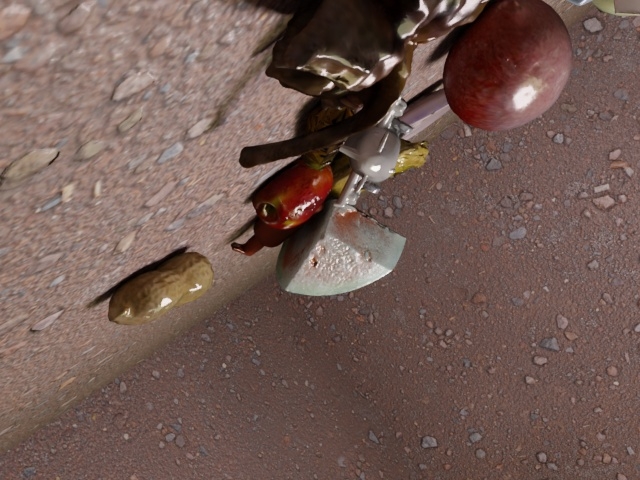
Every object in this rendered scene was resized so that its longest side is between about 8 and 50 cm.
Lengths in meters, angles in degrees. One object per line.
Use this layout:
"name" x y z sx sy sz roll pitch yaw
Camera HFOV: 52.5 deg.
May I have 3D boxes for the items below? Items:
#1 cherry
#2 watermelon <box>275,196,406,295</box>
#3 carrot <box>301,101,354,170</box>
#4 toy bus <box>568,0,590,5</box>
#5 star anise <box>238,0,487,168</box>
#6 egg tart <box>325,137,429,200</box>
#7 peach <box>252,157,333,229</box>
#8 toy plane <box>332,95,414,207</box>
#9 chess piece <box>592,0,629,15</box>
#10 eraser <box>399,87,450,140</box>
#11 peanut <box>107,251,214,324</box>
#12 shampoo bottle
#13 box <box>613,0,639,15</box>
"cherry" 0.336 -0.307 1.138 0.239 0.206 0.239 -26 -178 1
"watermelon" 0.000 0.000 1.444 0.289 0.320 0.213 -39 148 -32
"carrot" 0.006 -0.152 0.959 0.069 0.069 0.228 -37 179 -10
"toy bus" 0.306 -0.358 0.576 0.109 0.136 0.330 -34 175 -29
"star anise" 0.057 -0.185 0.590 0.350 0.109 0.292 -37 173 -1
"egg tart" 0.117 -0.172 1.480 0.279 0.095 0.279 -22 177 -1
"peach" -0.040 -0.086 1.189 0.172 0.092 0.127 -34 173 -25
"toy plane" 0.091 -0.168 1.213 0.245 0.118 0.244 -154 -90 -88
"chess piece" 0.568 -0.522 1.069 0.182 0.182 0.330 -38 173 0
"eraser" 0.240 -0.303 1.531 0.243 0.059 0.204 -34 176 -5
"peanut" -0.270 0.083 1.118 0.104 0.085 0.228 -27 -177 34
"shampoo bottle" -0.095 -0.037 1.443 0.244 0.085 0.085 -37 178 33
"box" 0.493 -0.454 0.824 0.343 0.200 0.065 -37 -144 -19
